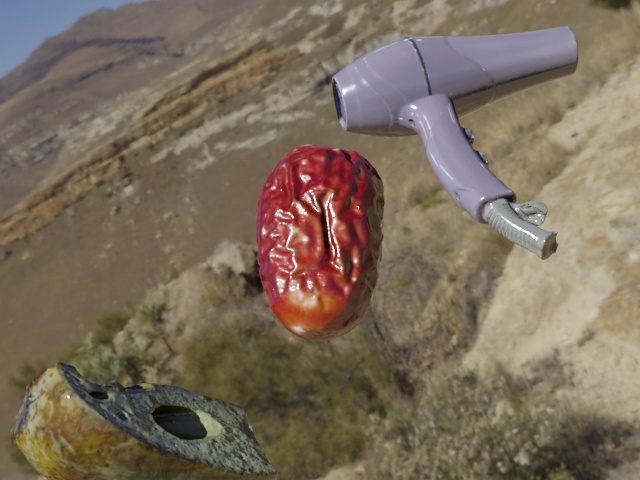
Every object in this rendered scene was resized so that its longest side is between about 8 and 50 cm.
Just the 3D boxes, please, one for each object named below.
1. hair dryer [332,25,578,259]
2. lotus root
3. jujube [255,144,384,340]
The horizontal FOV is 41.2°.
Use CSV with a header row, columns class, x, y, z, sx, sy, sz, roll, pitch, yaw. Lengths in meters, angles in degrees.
class,x,y,z,sx,sy,sz,roll,pitch,yaw
hair dryer,0.195,-0.114,0.971,0.301,0.121,0.361,-13,49,-5
lotus root,-0.203,0.265,1.015,0.210,0.314,0.142,-61,32,32
jujube,0.000,0.000,0.756,0.112,0.109,0.176,-13,61,32
